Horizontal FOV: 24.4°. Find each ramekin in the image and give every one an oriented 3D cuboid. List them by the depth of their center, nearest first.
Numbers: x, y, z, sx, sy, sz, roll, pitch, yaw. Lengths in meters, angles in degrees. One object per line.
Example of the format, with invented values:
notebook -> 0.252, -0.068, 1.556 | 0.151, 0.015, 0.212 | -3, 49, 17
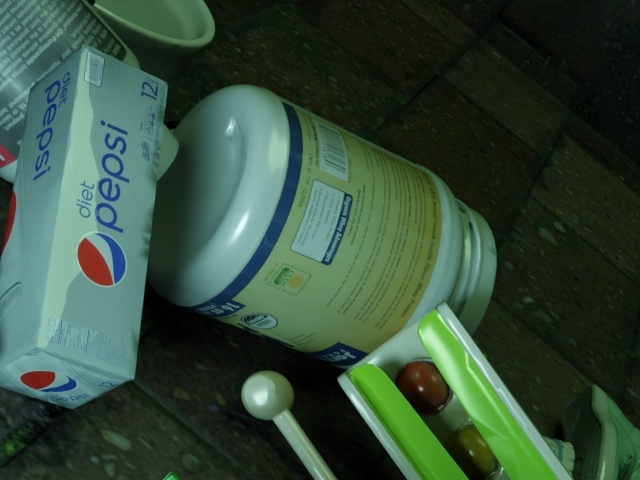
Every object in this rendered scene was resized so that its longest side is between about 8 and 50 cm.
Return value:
ramekin -> -0.271, -0.265, 1.706 | 0.277, 0.135, 0.277 | 31, 24, -15

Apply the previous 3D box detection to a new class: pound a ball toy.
pound a ball toy -> 0.098, 0.206, 1.384 | 0.319, 0.208, 0.136 | 54, 1, 5

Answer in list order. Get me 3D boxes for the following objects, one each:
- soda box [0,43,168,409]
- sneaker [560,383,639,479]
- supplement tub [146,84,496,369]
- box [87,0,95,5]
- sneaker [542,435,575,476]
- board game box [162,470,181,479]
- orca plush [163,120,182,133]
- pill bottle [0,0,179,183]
soda box -> -0.202, -0.013, 1.230 | 0.091, 0.098, 0.286 | 23, 56, -33
sneaker -> 0.349, 0.271, 1.685 | 0.151, 0.094, 0.256 | 40, 23, -4
supplement tub -> 0.000, 0.000, 1.493 | 0.316, 0.228, 0.228 | 24, 27, -31
box -> -0.363, -0.327, 1.487 | 0.261, 0.184, 0.103 | 6, 26, 5
sneaker -> 0.228, 0.259, 1.574 | 0.083, 0.071, 0.191 | 28, 15, -8
board game box -> -0.117, 0.300, 0.831 | 0.213, 0.046, 0.317 | 42, 47, 11
orca plush -> -0.110, -0.115, 1.639 | 0.287, 0.102, 0.151 | 25, -3, -41
pill bottle -> -0.283, -0.166, 1.398 | 0.318, 0.176, 0.176 | 49, 19, -20
